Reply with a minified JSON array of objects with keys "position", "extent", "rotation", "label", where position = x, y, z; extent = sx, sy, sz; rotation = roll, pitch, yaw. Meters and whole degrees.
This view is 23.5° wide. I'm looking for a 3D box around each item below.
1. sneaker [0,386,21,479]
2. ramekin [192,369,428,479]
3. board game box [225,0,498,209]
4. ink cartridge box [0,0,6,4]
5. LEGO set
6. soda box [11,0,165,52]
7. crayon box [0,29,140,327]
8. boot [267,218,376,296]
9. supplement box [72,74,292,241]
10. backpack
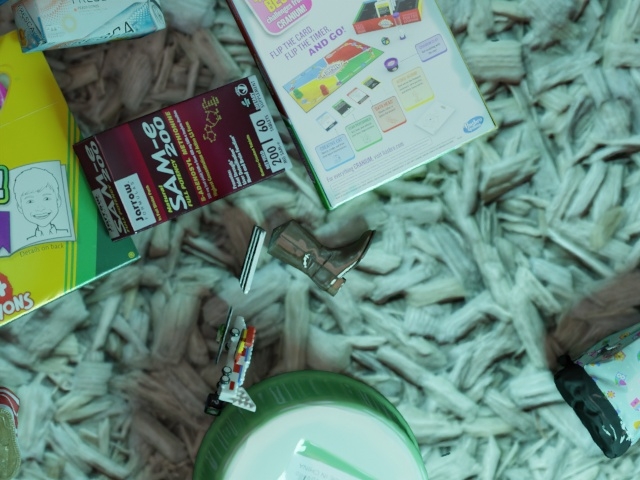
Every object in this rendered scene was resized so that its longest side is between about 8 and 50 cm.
[{"position":[-0.396,0.239,1.926],"extent":[0.042,0.067,0.118],"rotation":[0,122,-9],"label":"sneaker"},{"position":[-0.006,0.320,1.916],"extent":[0.303,0.148,0.303],"rotation":[0,92,-7],"label":"ramekin"},{"position":[0.048,-0.231,1.948],"extent":[0.242,0.064,0.316],"rotation":[-26,94,-5],"label":"board game box"},{"position":[-0.329,-0.396,1.775],"extent":[0.223,0.307,0.129],"rotation":[-32,95,-5],"label":"ink cartridge box"},{"position":[-0.090,0.107,1.883],"extent":[0.060,0.182,0.244],"rotation":[16,91,-6],"label":"LEGO set"},{"position":[-0.280,-0.271,1.862],"extent":[0.183,0.058,0.063],"rotation":[-16,92,-43],"label":"soda box"},{"position":[-0.448,-0.039,1.830],"extent":[0.363,0.106,0.313],"rotation":[-27,96,-22],"label":"crayon box"},{"position":[0.000,0.000,1.967],"extent":[0.114,0.037,0.106],"rotation":[36,85,-2],"label":"boot"},{"position":[-0.166,-0.102,1.875],"extent":[0.239,0.073,0.130],"rotation":[-25,95,-31],"label":"supplement box"},{"position":[0.413,0.179,1.981],"extent":[0.182,0.115,0.152],"rotation":[-34,93,-7],"label":"backpack"}]
